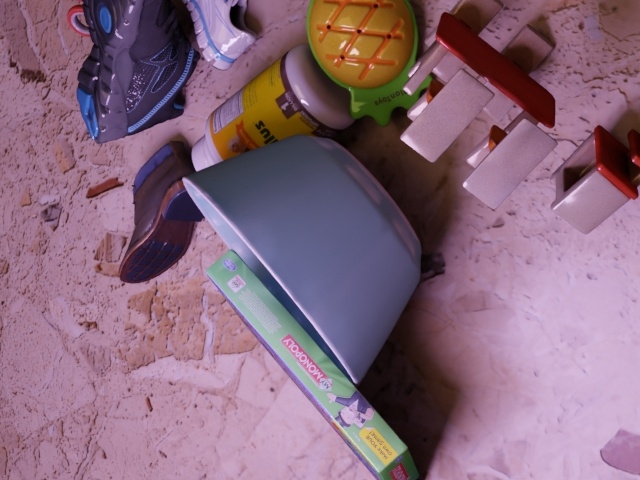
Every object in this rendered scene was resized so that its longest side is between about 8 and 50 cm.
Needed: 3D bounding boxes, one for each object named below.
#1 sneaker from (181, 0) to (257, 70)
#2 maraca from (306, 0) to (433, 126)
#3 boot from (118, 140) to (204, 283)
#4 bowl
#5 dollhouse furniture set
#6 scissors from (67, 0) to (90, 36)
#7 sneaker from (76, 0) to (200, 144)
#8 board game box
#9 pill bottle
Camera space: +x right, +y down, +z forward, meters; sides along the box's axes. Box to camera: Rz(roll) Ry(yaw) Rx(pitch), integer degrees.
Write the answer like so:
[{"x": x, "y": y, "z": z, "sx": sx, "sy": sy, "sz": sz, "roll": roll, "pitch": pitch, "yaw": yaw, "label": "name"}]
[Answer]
[{"x": -0.138, "y": -0.324, "z": 1.556, "sx": 0.083, "sy": 0.071, "sz": 0.191, "roll": -29, "pitch": 87, "yaw": 29, "label": "sneaker"}, {"x": 0.057, "y": -0.227, "z": 1.398, "sx": 0.127, "sy": 0.099, "sz": 0.186, "roll": -24, "pitch": 97, "yaw": 13, "label": "maraca"}, {"x": -0.226, "y": -0.037, "z": 1.665, "sx": 0.219, "sy": 0.082, "sz": 0.106, "roll": -49, "pitch": 46, "yaw": 35, "label": "boot"}, {"x": 0.000, "y": 0.000, "z": 1.379, "sx": 0.163, "sy": 0.311, "sz": 0.311, "roll": -40, "pitch": 68, "yaw": -8, "label": "bowl"}, {"x": 0.220, "y": -0.140, "z": 1.211, "sx": 0.259, "sy": 0.262, "sz": 0.135, "roll": 36, "pitch": 120, "yaw": -10, "label": "dollhouse furniture set"}, {"x": -0.201, "y": -0.327, "z": 1.533, "sx": 0.297, "sy": 0.021, "sz": 0.109, "roll": -6, "pitch": 124, "yaw": 16, "label": "scissors"}, {"x": -0.225, "y": -0.268, "z": 1.517, "sx": 0.125, "sy": 0.139, "sz": 0.341, "roll": 62, "pitch": 151, "yaw": 26, "label": "sneaker"}, {"x": -0.004, "y": 0.167, "z": 1.436, "sx": 0.046, "sy": 0.213, "sz": 0.317, "roll": -40, "pitch": 67, "yaw": -6, "label": "board game box"}, {"x": -0.062, "y": -0.143, "z": 1.484, "sx": 0.215, "sy": 0.117, "sz": 0.117, "roll": -33, "pitch": 76, "yaw": 35, "label": "pill bottle"}]
